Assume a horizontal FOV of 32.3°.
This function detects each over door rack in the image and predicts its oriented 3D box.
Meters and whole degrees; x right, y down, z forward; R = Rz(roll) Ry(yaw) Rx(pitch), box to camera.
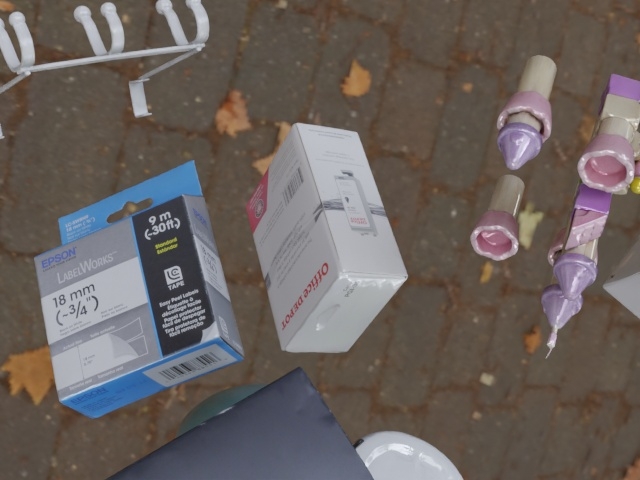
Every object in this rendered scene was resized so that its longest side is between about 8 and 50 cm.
[{"bbox_3d":[-0.306,-0.234,1.425,0.240,0.324,0.108,-12,83,-25],"label":"over door rack"}]

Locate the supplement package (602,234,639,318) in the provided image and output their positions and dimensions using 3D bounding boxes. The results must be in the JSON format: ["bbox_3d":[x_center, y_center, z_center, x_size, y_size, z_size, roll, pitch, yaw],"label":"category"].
[{"bbox_3d":[0.631,0.089,1.731,0.293,0.175,0.177,40,75,-1],"label":"supplement package"}]

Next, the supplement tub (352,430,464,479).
[{"bbox_3d":[0.042,0.417,1.514,0.207,0.207,0.338,-24,161,-40],"label":"supplement tub"}]

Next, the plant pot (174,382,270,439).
[{"bbox_3d":[-0.154,0.387,2.013,0.290,0.195,0.290,-12,107,-47],"label":"plant pot"}]

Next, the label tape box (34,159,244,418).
[{"bbox_3d":[-0.266,0.046,1.541,0.241,0.333,0.106,-23,152,9],"label":"label tape box"}]

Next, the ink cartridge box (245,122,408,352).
[{"bbox_3d":[0.000,0.000,1.649,0.117,0.283,0.207,5,140,-29],"label":"ink cartridge box"}]

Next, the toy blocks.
[{"bbox_3d":[0.352,-0.029,1.384,0.288,0.309,0.260,94,15,-49],"label":"toy blocks"}]

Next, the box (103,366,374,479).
[{"bbox_3d":[-0.144,0.328,1.192,0.313,0.179,0.343,-26,167,-29],"label":"box"}]
